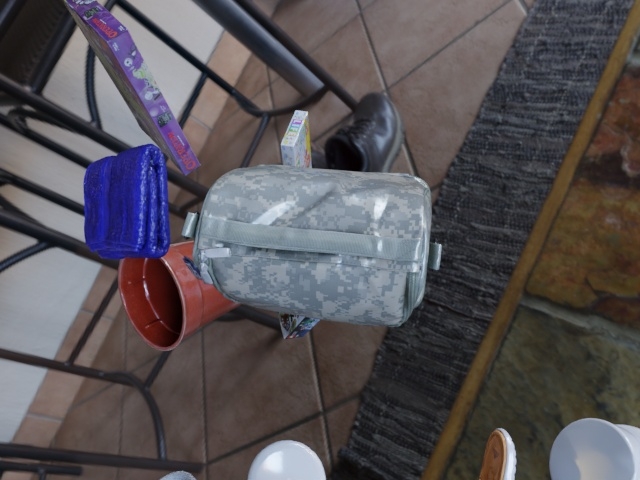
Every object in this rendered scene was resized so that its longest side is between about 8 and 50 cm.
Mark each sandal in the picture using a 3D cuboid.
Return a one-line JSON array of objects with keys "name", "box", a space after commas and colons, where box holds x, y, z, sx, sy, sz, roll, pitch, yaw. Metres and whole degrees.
[{"name": "sandal", "box": [0.234, 0.415, 0.857, 0.102, 0.076, 0.265, -164, 83, -86]}]

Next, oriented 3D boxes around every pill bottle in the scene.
[{"name": "pill bottle", "box": [0.500, 0.383, 0.866, 0.160, 0.283, 0.160, -42, 32, 34]}, {"name": "pill bottle", "box": [-0.070, 0.443, 1.003, 0.245, 0.131, 0.130, 106, 168, -61]}]

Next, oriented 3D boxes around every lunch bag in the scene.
[{"name": "lunch bag", "box": [0.000, 0.000, 0.753, 0.306, 0.256, 0.212, 6, 89, 8]}]

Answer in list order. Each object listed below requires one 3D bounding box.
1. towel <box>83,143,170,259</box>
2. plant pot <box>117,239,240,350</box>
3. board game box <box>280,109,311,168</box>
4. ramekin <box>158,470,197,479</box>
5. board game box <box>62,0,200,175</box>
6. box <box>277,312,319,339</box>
[{"name": "towel", "box": [-0.416, -0.072, 1.156, 0.308, 0.076, 0.227, -2, 93, 48]}, {"name": "plant pot", "box": [-0.335, 0.112, 1.455, 0.273, 0.265, 0.272, 13, 111, 37]}, {"name": "board game box", "box": [-0.046, -0.165, 1.111, 0.026, 0.154, 0.103, 10, 53, 11]}, {"name": "ramekin", "box": [-0.300, 0.635, 1.141, 0.277, 0.135, 0.277, -36, 27, 22]}, {"name": "board game box", "box": [-0.362, -0.300, 1.093, 0.056, 0.346, 0.208, -42, 59, -16]}, {"name": "box", "box": [-0.034, 0.075, 1.066, 0.233, 0.044, 0.159, 126, 133, -54]}]
